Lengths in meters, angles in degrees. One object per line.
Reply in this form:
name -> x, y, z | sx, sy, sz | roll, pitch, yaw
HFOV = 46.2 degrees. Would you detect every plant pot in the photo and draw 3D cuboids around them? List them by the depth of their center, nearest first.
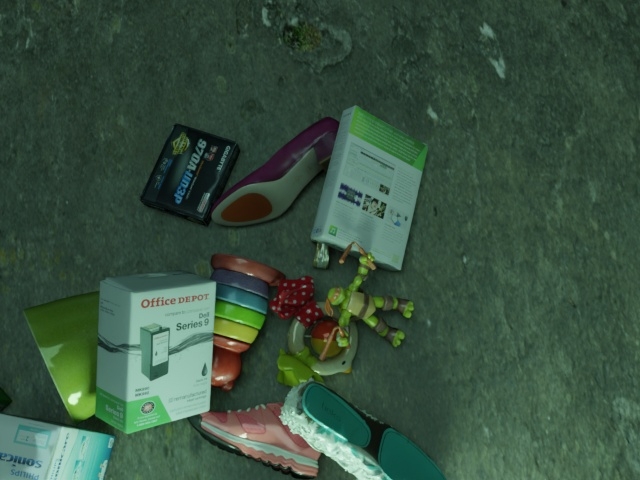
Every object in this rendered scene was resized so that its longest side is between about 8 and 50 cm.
plant pot -> -0.458, 0.216, 1.663 | 0.294, 0.274, 0.274 | -25, 71, -21

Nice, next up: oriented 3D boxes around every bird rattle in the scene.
bird rattle -> -0.016, 0.208, 1.672 | 0.207, 0.143, 0.253 | 8, 73, -22

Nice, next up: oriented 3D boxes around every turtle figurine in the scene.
turtle figurine -> 0.089, 0.157, 1.643 | 0.217, 0.087, 0.269 | 26, 68, -27

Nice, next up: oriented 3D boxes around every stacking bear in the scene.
stacking bear -> -0.205, 0.188, 1.684 | 0.176, 0.164, 0.288 | 13, 79, 10

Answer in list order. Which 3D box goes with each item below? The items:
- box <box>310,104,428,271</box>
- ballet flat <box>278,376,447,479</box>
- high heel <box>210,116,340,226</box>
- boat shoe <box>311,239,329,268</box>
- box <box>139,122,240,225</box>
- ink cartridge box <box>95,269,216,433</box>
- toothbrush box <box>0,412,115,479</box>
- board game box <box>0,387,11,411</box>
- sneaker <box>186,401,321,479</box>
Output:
box -> 0.118, -0.116, 1.722 | 0.232, 0.058, 0.321 | 24, 73, -30
ballet flat -> 0.084, 0.437, 1.572 | 0.409, 0.147, 0.147 | 39, 80, -7
high heel -> -0.102, -0.167, 1.829 | 0.377, 0.127, 0.181 | -23, 40, 4
boat shoe -> 0.000, 0.000, 1.770 | 0.045, 0.050, 0.135 | 1, 73, 1
box -> -0.321, -0.163, 1.855 | 0.175, 0.051, 0.220 | 19, 75, 11
ink cartridge box -> -0.335, 0.218, 1.535 | 0.122, 0.211, 0.289 | 13, 103, 43
toothbrush box -> -0.593, 0.438, 1.567 | 0.217, 0.295, 0.126 | 9, 74, 9
board game box -> -0.916, 0.346, 1.751 | 0.316, 0.064, 0.242 | 42, 81, 16
sneaker -> -0.137, 0.408, 1.641 | 0.314, 0.116, 0.136 | 21, 66, 5
